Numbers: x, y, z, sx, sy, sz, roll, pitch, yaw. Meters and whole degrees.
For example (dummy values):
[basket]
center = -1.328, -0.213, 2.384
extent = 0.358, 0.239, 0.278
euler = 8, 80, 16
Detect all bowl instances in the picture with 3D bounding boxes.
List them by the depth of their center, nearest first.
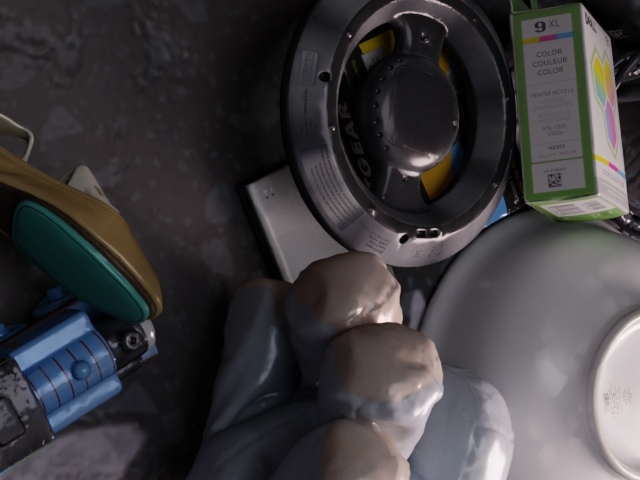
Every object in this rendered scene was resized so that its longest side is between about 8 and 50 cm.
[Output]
[bowl]
center = 0.232, 0.119, 1.249
extent = 0.298, 0.134, 0.297
euler = -1, 91, -33

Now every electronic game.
[electronic game]
center = 0.063, -0.094, 1.129
extent = 0.229, 0.048, 0.229
euler = 0, 90, -39

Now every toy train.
[toy train]
center = -0.188, 0.090, 0.996
extent = 0.184, 0.105, 0.080
euler = -31, 108, -28

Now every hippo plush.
[hippo plush]
center = 0.043, 0.175, 1.064
extent = 0.237, 0.234, 0.294
euler = 26, 80, -32

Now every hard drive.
[hard drive]
center = 0.000, 0.000, 1.162
extent = 0.094, 0.022, 0.135
euler = -29, 107, -29

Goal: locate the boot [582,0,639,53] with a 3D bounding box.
[boot]
center = 0.268, -0.301, 1.281
extent = 0.207, 0.094, 0.246
euler = 37, 78, -32

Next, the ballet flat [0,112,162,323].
[ballet flat]
center = -0.188, -0.035, 0.970
extent = 0.232, 0.080, 0.073
euler = 32, 58, -2

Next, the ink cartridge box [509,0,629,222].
[ink cartridge box]
center = 0.197, -0.126, 1.210
extent = 0.109, 0.062, 0.209
euler = 18, 66, -66

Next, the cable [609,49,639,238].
[cable]
center = 0.292, -0.078, 1.298
extent = 0.184, 0.047, 0.150
euler = 30, 94, -10

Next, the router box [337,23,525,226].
[router box]
center = 0.084, -0.087, 1.199
extent = 0.133, 0.046, 0.179
euler = -29, 106, -28
